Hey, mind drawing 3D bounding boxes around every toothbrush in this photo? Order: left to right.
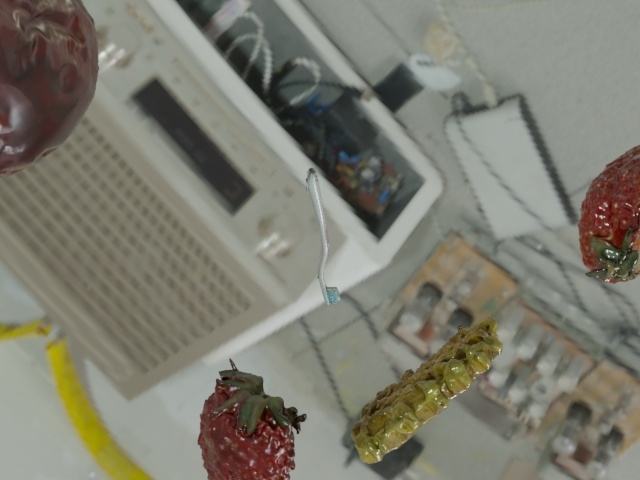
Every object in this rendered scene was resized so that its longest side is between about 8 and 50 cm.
[{"bbox_3d":[0.000,0.000,1.423,0.022,0.017,0.204,-4,135,6],"label":"toothbrush"}]

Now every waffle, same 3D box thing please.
[{"bbox_3d":[0.141,0.192,1.746,0.253,0.249,0.056,-43,91,8],"label":"waffle"}]

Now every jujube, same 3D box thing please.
[{"bbox_3d":[-0.268,-0.143,1.003,0.190,0.190,0.255,29,169,10],"label":"jujube"}]

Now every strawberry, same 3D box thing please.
[{"bbox_3d":[-0.096,0.260,1.564,0.167,0.087,0.208,37,127,48],"label":"strawberry"},{"bbox_3d":[0.353,-0.055,1.444,0.106,0.236,0.175,36,140,22],"label":"strawberry"}]
